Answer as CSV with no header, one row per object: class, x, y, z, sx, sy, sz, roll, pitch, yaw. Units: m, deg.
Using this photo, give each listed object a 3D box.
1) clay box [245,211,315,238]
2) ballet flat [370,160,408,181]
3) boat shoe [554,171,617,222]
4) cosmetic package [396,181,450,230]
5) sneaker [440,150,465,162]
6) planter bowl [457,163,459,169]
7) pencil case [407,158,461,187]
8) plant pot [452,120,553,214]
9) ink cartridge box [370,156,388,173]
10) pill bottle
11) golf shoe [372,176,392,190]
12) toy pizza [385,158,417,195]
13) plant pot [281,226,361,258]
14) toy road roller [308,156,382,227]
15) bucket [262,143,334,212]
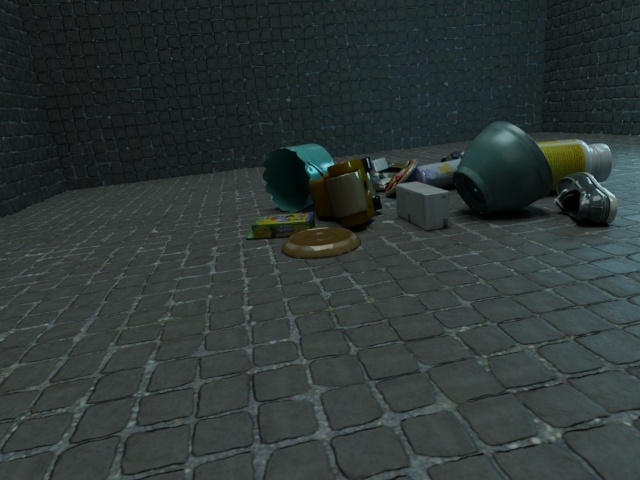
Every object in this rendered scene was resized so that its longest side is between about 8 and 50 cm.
clay box,-0.136,-0.052,1.444,0.221,0.053,0.127,-3,16,7
ballet flat,0.309,-0.322,2.116,0.341,0.116,0.124,-1,39,-7
boat shoe,0.772,-0.135,1.302,0.098,0.117,0.319,0,22,8
cosmetic package,0.327,-0.117,1.393,0.085,0.118,0.231,-9,16,-9
sneaker,0.663,-0.346,1.951,0.147,0.132,0.350,-5,7,-10
planter bowl,0.647,-0.261,1.768,0.161,0.109,0.162,-6,16,2
pencil case,0.513,-0.280,1.863,0.272,0.114,0.124,-13,-23,-21
plant pot,0.558,-0.205,1.390,0.196,0.293,0.293,-34,20,-3
ink cartridge box,0.142,-0.292,1.984,0.275,0.060,0.238,-20,4,40
pill bottle,0.869,-0.274,1.597,0.333,0.188,0.188,-4,17,7
golf shoe,0.266,-0.254,1.961,0.176,0.069,0.086,-9,23,-5
toy pizza,0.338,-0.274,1.835,0.201,0.032,0.201,-50,6,7
plant pot,0.000,0.000,1.264,0.236,0.033,0.236,-6,17,2
toy road roller,0.062,-0.159,1.503,0.240,0.203,0.329,-13,8,21
bucket,-0.080,-0.260,1.752,0.281,0.282,0.183,10,25,43
